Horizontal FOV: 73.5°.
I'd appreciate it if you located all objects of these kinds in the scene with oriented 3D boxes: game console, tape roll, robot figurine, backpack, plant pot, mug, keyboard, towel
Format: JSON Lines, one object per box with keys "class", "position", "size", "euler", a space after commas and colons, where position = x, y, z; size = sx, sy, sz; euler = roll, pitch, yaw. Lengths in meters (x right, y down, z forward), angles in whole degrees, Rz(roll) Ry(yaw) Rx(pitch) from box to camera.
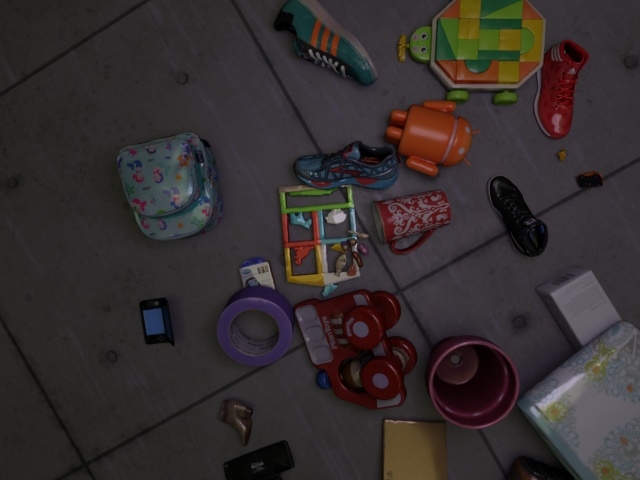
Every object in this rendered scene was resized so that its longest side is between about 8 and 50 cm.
{"class": "game console", "position": [-0.432, 0.218, 1.132], "size": [0.107, 0.071, 0.122], "euler": [-8, 91, 4]}
{"class": "tape roll", "position": [-0.162, 0.217, 1.091], "size": [0.189, 0.080, 0.188], "euler": [0, 105, 0]}
{"class": "robot figurine", "position": [0.269, -0.255, 1.039], "size": [0.220, 0.128, 0.158], "euler": [16, 50, 3]}
{"class": "backpack", "position": [-0.365, -0.126, 1.064], "size": [0.225, 0.191, 0.253], "euler": [-11, 97, 3]}
{"class": "plant pot", "position": [0.344, 0.317, 1.032], "size": [0.202, 0.180, 0.201], "euler": [0, 92, 4]}
{"class": "mug", "position": [0.227, -0.054, 1.077], "size": [0.169, 0.150, 0.113], "euler": [-15, 55, 0]}
{"class": "keyboard", "position": [-0.162, 0.619, 1.159], "size": [0.192, 0.038, 0.100], "euler": [-22, 68, 5]}
{"class": "towel", "position": [0.687, 0.422, 0.972], "size": [0.321, 0.090, 0.374], "euler": [-39, 85, 0]}

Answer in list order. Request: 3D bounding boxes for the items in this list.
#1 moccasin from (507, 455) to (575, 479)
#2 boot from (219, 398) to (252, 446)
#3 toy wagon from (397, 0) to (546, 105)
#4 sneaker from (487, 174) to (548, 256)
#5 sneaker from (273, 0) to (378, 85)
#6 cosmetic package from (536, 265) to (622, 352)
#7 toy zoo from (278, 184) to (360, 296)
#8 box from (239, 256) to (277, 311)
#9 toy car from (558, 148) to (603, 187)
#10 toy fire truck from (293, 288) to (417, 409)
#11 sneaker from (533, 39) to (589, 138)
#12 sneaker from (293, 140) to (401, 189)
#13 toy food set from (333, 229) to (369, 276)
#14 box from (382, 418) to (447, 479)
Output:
{"class": "moccasin", "position": [0.649, 0.670, 1.050], "size": [0.380, 0.139, 0.146], "euler": [17, 100, 0]}
{"class": "boot", "position": [-0.229, 0.484, 1.150], "size": [0.087, 0.042, 0.118], "euler": [9, 92, 10]}
{"class": "toy wagon", "position": [0.364, -0.475, 1.053], "size": [0.345, 0.068, 0.267], "euler": [3, 92, 3]}
{"class": "sneaker", "position": [0.487, -0.065, 1.036], "size": [0.079, 0.121, 0.216], "euler": [-25, 91, 3]}
{"class": "sneaker", "position": [0.010, -0.474, 1.063], "size": [0.121, 0.108, 0.302], "euler": [-44, 81, 5]}
{"class": "cosmetic package", "position": [0.654, 0.191, 1.056], "size": [0.117, 0.085, 0.231], "euler": [-31, 92, 4]}
{"class": "toy zoo", "position": [0.000, 0.000, 1.115], "size": [0.193, 0.030, 0.293], "euler": [-4, 92, 3]}
{"class": "box", "position": [-0.162, 0.114, 1.133], "size": [0.081, 0.028, 0.136], "euler": [-14, 89, 5]}
{"class": "toy car", "position": [0.648, -0.184, 1.056], "size": [0.040, 0.060, 0.122], "euler": [-40, 97, -27]}
{"class": "toy fire truck", "position": [0.084, 0.273, 1.072], "size": [0.254, 0.169, 0.302], "euler": [-19, 91, 27]}
{"class": "sneaker", "position": [0.569, -0.360, 1.014], "size": [0.087, 0.128, 0.221], "euler": [-10, 90, 5]}
{"class": "sneaker", "position": [0.063, -0.200, 1.046], "size": [0.262, 0.125, 0.104], "euler": [-1, 57, -2]}
{"class": "toy food set", "position": [0.083, 0.039, 1.086], "size": [0.078, 0.019, 0.122], "euler": [13, 93, 2]}
{"class": "box", "position": [0.242, 0.568, 1.097], "size": [0.165, 0.021, 0.201], "euler": [2, 73, 2]}
